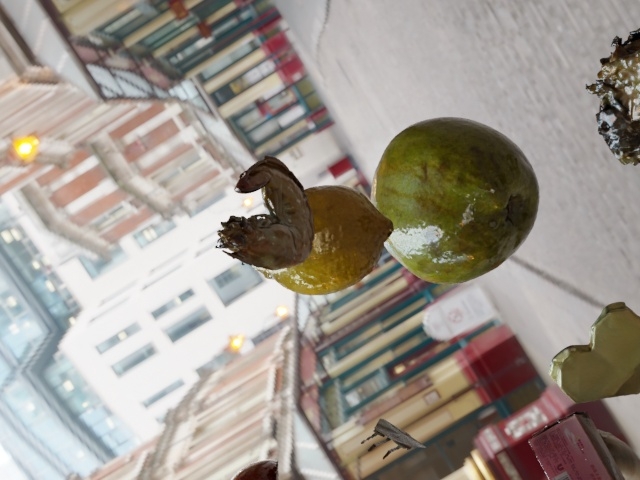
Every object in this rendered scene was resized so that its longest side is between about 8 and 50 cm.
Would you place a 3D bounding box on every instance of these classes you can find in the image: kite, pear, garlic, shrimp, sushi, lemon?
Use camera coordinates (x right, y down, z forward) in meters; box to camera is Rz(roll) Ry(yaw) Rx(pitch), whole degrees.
[{"bbox_3d":[0.161,0.453,2.068,0.127,0.016,0.229,25,-170,19],"label":"kite"},{"bbox_3d":[0.281,-0.086,1.929,0.352,0.352,0.413,57,160,-24],"label":"pear"},{"bbox_3d":[0.511,0.404,1.711,0.174,0.099,0.124,18,178,-10],"label":"garlic"},{"bbox_3d":[-0.061,-0.031,1.037,0.236,0.053,0.133,-4,-83,-65],"label":"shrimp"},{"bbox_3d":[0.543,-0.245,1.433,0.204,0.213,0.200,-49,-59,-45],"label":"sushi"},{"bbox_3d":[0.000,0.000,1.551,0.188,0.256,0.188,-14,-90,-78],"label":"lemon"}]

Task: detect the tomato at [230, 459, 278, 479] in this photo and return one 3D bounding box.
[{"bbox_3d":[-0.096,0.432,1.317,0.225,0.085,0.225,176,90,-85],"label":"tomato"}]

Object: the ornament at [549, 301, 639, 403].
[{"bbox_3d":[0.551,0.232,1.728,0.180,0.201,0.059,41,-172,-15],"label":"ornament"}]

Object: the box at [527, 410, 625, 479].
[{"bbox_3d":[0.451,0.388,1.603,0.060,0.111,0.156,6,-127,-53],"label":"box"}]
